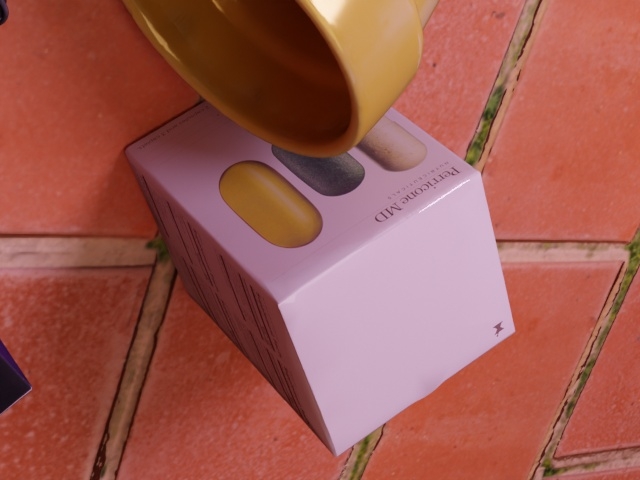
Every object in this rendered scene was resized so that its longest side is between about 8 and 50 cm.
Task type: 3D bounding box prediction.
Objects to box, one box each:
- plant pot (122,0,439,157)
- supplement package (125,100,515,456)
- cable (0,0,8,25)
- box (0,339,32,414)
[{"bbox_3d":[0.003,-0.232,1.047,0.239,0.254,0.254,-48,138,-21],"label":"plant pot"},{"bbox_3d":[0.000,0.000,1.178,0.199,0.262,0.198,-33,135,-15],"label":"supplement package"},{"bbox_3d":[-0.299,-0.204,0.971,0.184,0.047,0.150,26,98,-42],"label":"cable"},{"bbox_3d":[-0.344,0.018,0.988,0.103,0.184,0.261,-40,136,-10],"label":"box"}]
